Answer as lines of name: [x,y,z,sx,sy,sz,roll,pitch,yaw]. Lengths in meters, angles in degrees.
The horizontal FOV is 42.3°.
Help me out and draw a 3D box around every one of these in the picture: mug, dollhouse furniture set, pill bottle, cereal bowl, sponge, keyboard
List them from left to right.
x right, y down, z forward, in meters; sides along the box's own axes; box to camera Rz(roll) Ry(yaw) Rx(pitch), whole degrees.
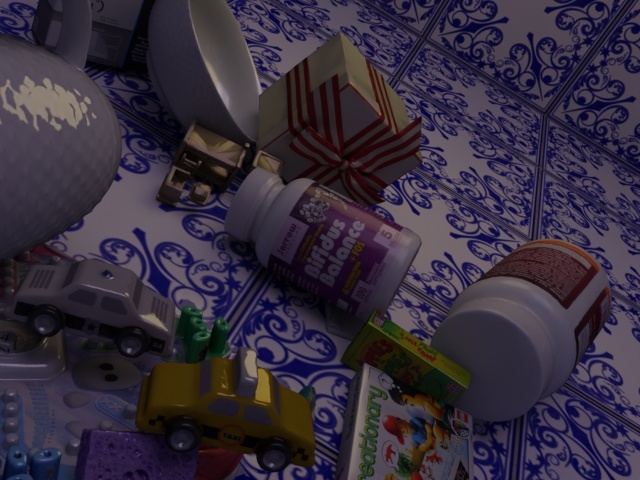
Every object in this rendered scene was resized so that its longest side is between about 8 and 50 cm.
mug: [-0.378,-0.150,0.948,0.276,0.374,0.328,32,21,15]
sponge: [-0.189,0.291,0.797,0.117,0.031,0.210,15,77,-34]
cereal bowl: [-0.230,-0.320,1.574,0.339,0.141,0.338,-18,90,-76]
dollhouse furniture set: [-0.182,-0.094,1.463,0.182,0.101,0.160,25,56,-12]
pill bottle: [0.000,0.000,1.369,0.302,0.169,0.169,27,30,8]
keyboard: [0.038,0.083,1.454,0.072,0.014,0.256,26,31,-20]
pill bottle: [0.351,0.147,1.434,0.224,0.224,0.392,42,31,15]

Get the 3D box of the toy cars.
toy cars: [-0.164,0.109,0.879,0.394,0.087,0.176,31,22,25]

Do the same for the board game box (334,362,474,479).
board game box: [0.119,0.321,1.143,0.193,0.053,0.305,27,31,-8]

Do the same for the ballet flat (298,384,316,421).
ballet flat: [-0.028,0.246,1.141,0.041,0.041,0.114,34,31,2]

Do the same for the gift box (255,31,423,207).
gift box: [0.039,-0.223,1.571,0.255,0.276,0.258,37,29,-29]

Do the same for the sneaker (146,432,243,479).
sneaker: [-0.189,0.248,0.889,0.116,0.136,0.314,42,33,17]

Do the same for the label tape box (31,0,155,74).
label tape box: [-0.386,-0.507,1.588,0.241,0.333,0.106,6,31,-36]

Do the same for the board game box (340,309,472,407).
board game box: [0.133,0.198,1.292,0.181,0.092,0.043,33,32,2]

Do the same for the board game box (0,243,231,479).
board game box: [-0.354,0.105,0.943,0.390,0.050,0.390,26,28,16]
